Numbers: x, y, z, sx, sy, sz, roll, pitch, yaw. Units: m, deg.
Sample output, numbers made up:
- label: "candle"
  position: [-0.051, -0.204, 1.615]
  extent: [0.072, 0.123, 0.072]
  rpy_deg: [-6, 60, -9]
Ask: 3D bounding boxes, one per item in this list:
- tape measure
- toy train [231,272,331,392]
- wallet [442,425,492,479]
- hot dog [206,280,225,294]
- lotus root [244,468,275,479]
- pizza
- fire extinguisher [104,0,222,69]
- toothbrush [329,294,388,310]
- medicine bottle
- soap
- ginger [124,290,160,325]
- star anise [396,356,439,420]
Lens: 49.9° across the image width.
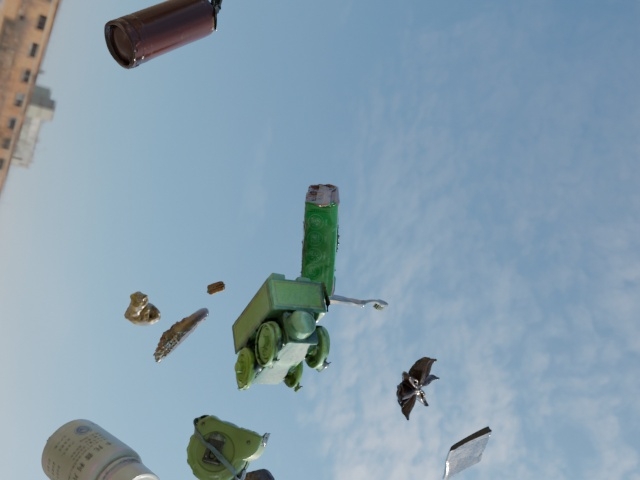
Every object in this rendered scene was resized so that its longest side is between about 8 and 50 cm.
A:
- label: "tape measure"
  position: [-0.255, 0.540, 1.766]
  extent: [0.106, 0.200, 0.175]
  rpy_deg: [72, 39, -68]
- label: "toy train"
  position: [-0.087, 0.201, 1.436]
  extent: [0.272, 0.159, 0.188]
  rpy_deg: [-51, -140, 46]
- label: "wallet"
  position: [0.378, 0.558, 1.798]
  extent: [0.025, 0.124, 0.244]
  rpy_deg: [57, -15, 32]
- label: "hot dog"
  position: [-0.334, 0.152, 2.207]
  extent: [0.083, 0.021, 0.037]
  rpy_deg: [-17, -90, 38]
- label: "lotus root"
  position: [-0.208, 0.751, 2.042]
  extent: [0.170, 0.261, 0.074]
  rpy_deg: [-28, -129, -4]
- label: "pizza"
  position: [-0.381, 0.252, 1.802]
  extent: [0.195, 0.052, 0.185]
  rpy_deg: [-45, 176, 21]
- label: "fire extinguisher"
  position: [-0.288, -0.432, 1.356]
  extent: [0.104, 0.269, 0.105]
  rpy_deg: [29, -43, 30]
- label: "toothbrush"
  position: [0.093, 0.175, 1.965]
  extent: [0.037, 0.375, 0.028]
  rpy_deg: [-52, -123, 16]
- label: "medicine bottle"
  position: [-0.531, 0.563, 1.666]
  extent: [0.293, 0.170, 0.170]
  rpy_deg: [19, -85, 36]
- label: "soap"
  position: [-0.003, 0.000, 1.754]
  extent: [0.218, 0.098, 0.273]
  rpy_deg: [-74, 168, -69]
- label: "ginger"
  position: [-0.475, 0.190, 1.853]
  extent: [0.165, 0.096, 0.067]
  rpy_deg: [129, -23, -59]
- label: "star anise"
  position: [0.190, 0.288, 1.378]
  extent: [0.042, 0.141, 0.141]
  rpy_deg: [26, -78, 37]
